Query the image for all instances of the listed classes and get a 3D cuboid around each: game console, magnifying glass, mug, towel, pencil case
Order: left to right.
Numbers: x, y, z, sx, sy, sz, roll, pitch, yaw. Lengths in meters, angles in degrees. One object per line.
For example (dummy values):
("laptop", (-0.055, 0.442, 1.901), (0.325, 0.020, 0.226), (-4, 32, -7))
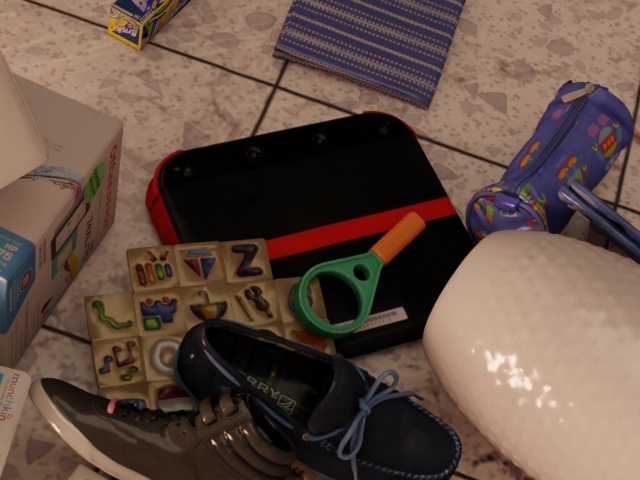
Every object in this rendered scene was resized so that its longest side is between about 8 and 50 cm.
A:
("game console", (0.000, 0.000, 1.808), (0.387, 0.060, 0.342), (-14, 63, -22))
("magnifying glass", (0.054, 0.036, 1.738), (0.092, 0.026, 0.231), (45, 52, 4))
("towel", (0.086, -0.349, 2.113), (0.243, 0.040, 0.336), (20, 53, 1))
("pencil case", (0.311, -0.098, 1.896), (0.119, 0.133, 0.306), (18, 47, 29))
("mug", (0.317, 0.134, 1.659), (0.328, 0.276, 0.374), (33, 24, 18))
("towel", (0.399, 0.012, 1.778), (0.209, 0.285, 0.034), (42, 97, 18))

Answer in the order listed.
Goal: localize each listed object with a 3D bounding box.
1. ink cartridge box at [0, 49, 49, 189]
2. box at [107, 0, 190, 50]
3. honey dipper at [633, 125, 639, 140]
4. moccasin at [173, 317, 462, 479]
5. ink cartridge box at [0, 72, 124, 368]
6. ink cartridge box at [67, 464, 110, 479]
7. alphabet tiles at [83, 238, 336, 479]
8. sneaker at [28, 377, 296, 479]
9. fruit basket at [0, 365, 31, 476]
("ink cartridge box", (-0.511, -0.147, 1.502), (0.279, 0.160, 0.385), (-36, 43, -19))
("box", (-0.231, -0.345, 2.017), (0.059, 0.054, 0.169), (30, 51, 10))
("honey dipper", (0.501, -0.118, 2.029), (0.161, 0.030, 0.030), (38, 54, 21))
("moccasin", (-0.001, 0.189, 1.577), (0.342, 0.117, 0.137), (19, 60, -5))
("ink cartridge box", (-0.379, -0.029, 1.642), (0.197, 0.198, 0.270), (24, 52, 6))
("ink cartridge box", (-0.241, 0.354, 1.444), (0.153, 0.087, 0.208), (28, 51, 8))
("alphabet tiles", (-0.115, 0.156, 1.639), (0.285, 0.011, 0.342), (-5, 65, -17))
("sneaker", (-0.156, 0.194, 1.508), (0.296, 0.147, 0.104), (34, 7, -2))
("fruit basket", (-0.491, 0.268, 1.430), (0.327, 0.165, 0.353), (10, 74, 3))
